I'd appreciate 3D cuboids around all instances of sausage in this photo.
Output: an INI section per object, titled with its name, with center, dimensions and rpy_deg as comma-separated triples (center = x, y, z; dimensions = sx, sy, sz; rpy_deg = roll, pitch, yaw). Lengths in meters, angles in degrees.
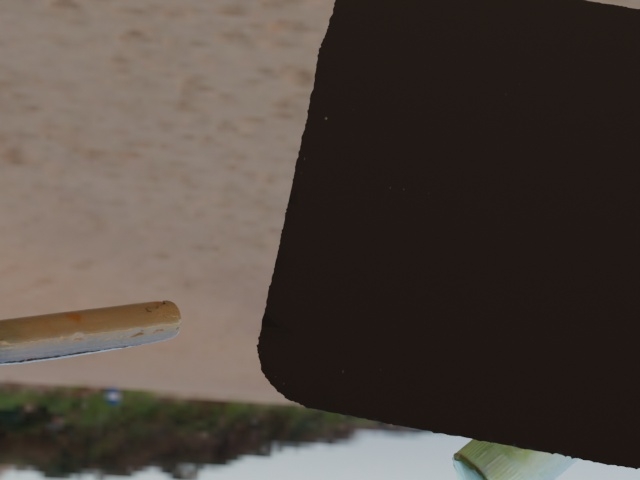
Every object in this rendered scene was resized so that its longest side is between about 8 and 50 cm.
[sausage]
center = -0.125, 0.047, 0.895
dimensions = 0.024, 0.024, 0.132
rpy_deg = -2, -177, 44

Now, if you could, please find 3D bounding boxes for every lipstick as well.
[lipstick]
center = 0.247, 0.126, 1.544
dimensions = 0.304, 0.076, 0.076
rpy_deg = -36, -177, -12

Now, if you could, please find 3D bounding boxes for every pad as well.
[pad]
center = -0.006, -0.017, 0.729
dimensions = 0.323, 0.250, 0.055
rpy_deg = -3, 136, 17
